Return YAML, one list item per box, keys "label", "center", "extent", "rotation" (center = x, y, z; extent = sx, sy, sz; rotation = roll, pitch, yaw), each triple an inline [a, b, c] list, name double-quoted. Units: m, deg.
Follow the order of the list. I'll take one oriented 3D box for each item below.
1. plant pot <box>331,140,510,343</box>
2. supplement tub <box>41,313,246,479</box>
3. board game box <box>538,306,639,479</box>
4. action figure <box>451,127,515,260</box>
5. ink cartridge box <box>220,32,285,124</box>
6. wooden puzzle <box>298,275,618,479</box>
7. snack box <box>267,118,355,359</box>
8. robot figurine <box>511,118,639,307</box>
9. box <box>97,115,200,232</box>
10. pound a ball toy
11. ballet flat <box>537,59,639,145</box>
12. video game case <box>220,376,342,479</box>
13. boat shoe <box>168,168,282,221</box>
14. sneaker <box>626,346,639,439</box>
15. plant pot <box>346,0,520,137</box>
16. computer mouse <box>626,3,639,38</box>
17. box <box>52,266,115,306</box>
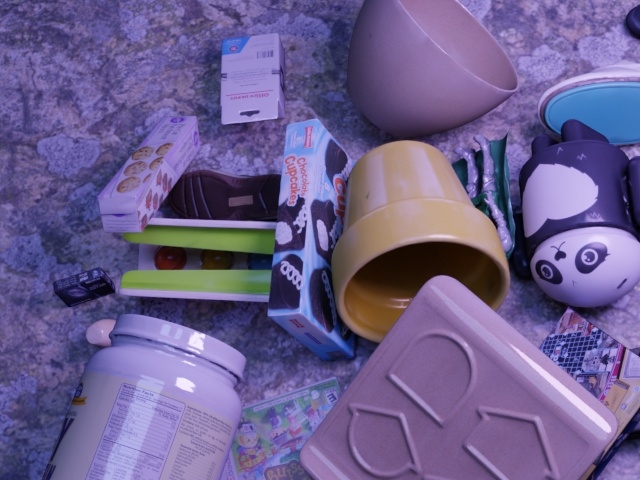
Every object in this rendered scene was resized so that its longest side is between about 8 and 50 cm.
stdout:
- label: "plant pot"
  center: [0.133, -0.009, 1.639]
  extent: [0.254, 0.254, 0.239]
  rotation: [-13, 49, 5]
- label: "supplement tub"
  center: [-0.248, 0.290, 1.547]
  extent: [0.235, 0.235, 0.325]
  rotation: [13, 71, 17]
- label: "board game box"
  center: [0.341, 0.238, 1.526]
  extent: [0.165, 0.042, 0.243]
  rotation: [38, 95, 31]
- label: "action figure"
  center: [0.257, -0.046, 1.708]
  extent: [0.063, 0.137, 0.232]
  rotation: [7, 64, -31]
- label: "ink cartridge box"
  center: [-0.117, -0.266, 1.914]
  extent: [0.104, 0.060, 0.180]
  rotation: [-5, 62, 8]
- label: "wooden puzzle"
  center: [0.184, 0.274, 1.516]
  extent: [0.322, 0.080, 0.348]
  rotation: [41, 102, 22]
- label: "snack box"
  center: [0.000, 0.000, 1.681]
  extent: [0.060, 0.187, 0.322]
  rotation: [-8, 61, 24]
- label: "robot figurine"
  center: [0.384, -0.039, 1.633]
  extent: [0.173, 0.209, 0.278]
  rotation: [0, 63, -3]
- label: "box"
  center: [-0.269, -0.112, 1.767]
  extent: [0.067, 0.063, 0.324]
  rotation: [2, 28, 12]
- label: "pound a ball toy"
  center: [-0.196, 0.069, 1.740]
  extent: [0.319, 0.136, 0.208]
  rotation: [1, 89, 12]
- label: "ballet flat"
  center: [0.539, -0.233, 1.744]
  extent: [0.400, 0.139, 0.139]
  rotation: [-4, 63, 5]
- label: "video game case"
  center: [-0.050, 0.320, 1.624]
  extent: [0.212, 0.023, 0.193]
  rotation: [-18, 62, 2]
- label: "boat shoe"
  center: [-0.129, -0.065, 1.805]
  extent: [0.257, 0.095, 0.095]
  rotation: [6, 91, 34]
- label: "sneaker"
  center: [0.508, 0.201, 1.537]
  extent: [0.227, 0.087, 0.130]
  rotation: [-8, 68, 13]
- label: "plant pot"
  center: [0.153, -0.276, 1.776]
  extent: [0.191, 0.284, 0.284]
  rotation: [-46, 58, 27]
- label: "computer mouse"
  center: [0.628, -0.350, 1.827]
  extent: [0.242, 0.041, 0.071]
  rotation: [12, 75, 9]
- label: "box"
  center: [-0.383, 0.076, 1.790]
  extent: [0.083, 0.067, 0.018]
  rotation: [-18, 62, 1]
